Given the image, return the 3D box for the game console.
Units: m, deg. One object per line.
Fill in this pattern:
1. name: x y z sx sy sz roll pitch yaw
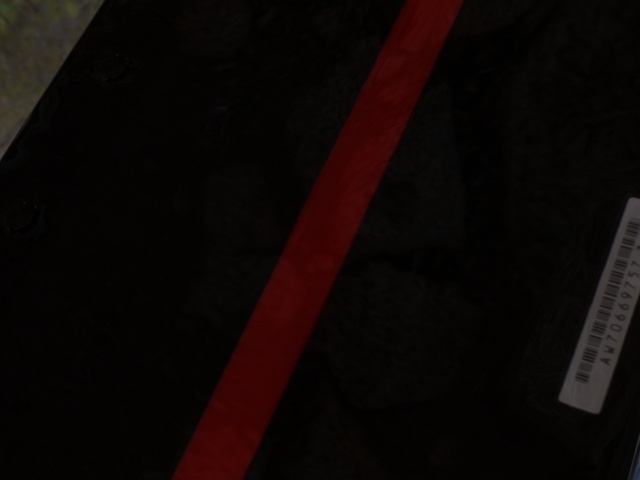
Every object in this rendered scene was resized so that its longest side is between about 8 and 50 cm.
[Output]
1. game console: 0.000 0.000 0.548 0.060 0.342 0.386 75 36 -59
